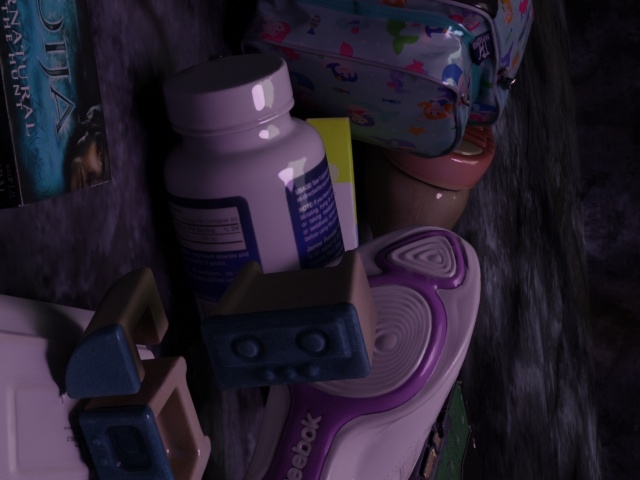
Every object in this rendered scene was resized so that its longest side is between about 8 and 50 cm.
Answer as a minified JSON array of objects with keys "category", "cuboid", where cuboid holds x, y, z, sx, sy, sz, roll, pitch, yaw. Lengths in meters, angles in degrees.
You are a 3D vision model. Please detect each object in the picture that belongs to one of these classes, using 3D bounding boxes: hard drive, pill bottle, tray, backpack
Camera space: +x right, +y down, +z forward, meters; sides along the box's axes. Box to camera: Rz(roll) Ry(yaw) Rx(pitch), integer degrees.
[{"category":"hard drive","cuboid":[0.126,0.330,1.695,0.237,0.064,0.339,-66,148,-60]},{"category":"pill bottle","cuboid":[-0.046,-0.025,1.125,0.112,0.112,0.187,-61,143,-63]},{"category":"tray","cuboid":[-0.141,0.103,0.902,0.270,0.030,0.145,21,64,-72]},{"category":"backpack","cuboid":[0.057,-0.177,1.342,0.253,0.225,0.191,49,58,-73]}]

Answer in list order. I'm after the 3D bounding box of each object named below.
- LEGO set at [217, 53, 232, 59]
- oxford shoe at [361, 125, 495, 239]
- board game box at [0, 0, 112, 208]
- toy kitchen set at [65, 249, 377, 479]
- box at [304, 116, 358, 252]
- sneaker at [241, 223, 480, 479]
[{"category":"LEGO set","cuboid":[-0.067,-0.098,1.252,0.054,0.023,0.083,19,54,-75]},{"category":"oxford shoe","cuboid":[0.094,-0.096,1.677,0.397,0.140,0.146,-65,177,-69]},{"category":"board game box","cuboid":[-0.160,-0.116,0.912,0.126,0.026,0.186,-29,112,-72]},{"category":"toy kitchen set","cuboid":[-0.040,0.128,0.889,0.122,0.166,0.207,-70,150,-56]},{"category":"box","cuboid":[0.000,0.000,1.326,0.109,0.042,0.178,147,-60,-75]},{"category":"sneaker","cuboid":[0.010,0.129,1.099,0.305,0.114,0.152,-61,165,-7]}]
